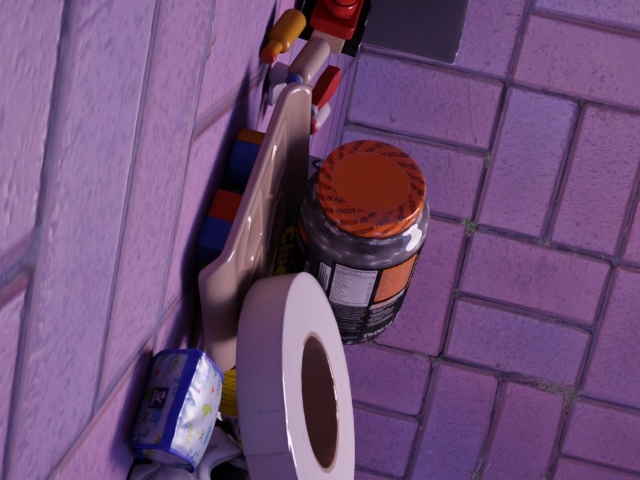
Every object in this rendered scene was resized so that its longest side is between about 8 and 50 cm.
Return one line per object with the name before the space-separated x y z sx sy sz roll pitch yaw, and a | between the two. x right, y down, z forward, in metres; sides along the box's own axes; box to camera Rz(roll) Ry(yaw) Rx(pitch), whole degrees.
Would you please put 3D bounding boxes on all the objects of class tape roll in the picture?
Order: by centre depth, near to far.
tape roll | -0.030 0.240 1.683 0.392 0.072 0.392 -8 90 -76

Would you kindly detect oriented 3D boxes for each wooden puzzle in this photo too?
wooden puzzle | -0.110 -0.020 1.687 0.322 0.080 0.348 93 17 -59

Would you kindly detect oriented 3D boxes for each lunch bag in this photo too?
lunch bag | -0.173 0.207 1.405 0.151 0.096 0.129 119 -13 -71

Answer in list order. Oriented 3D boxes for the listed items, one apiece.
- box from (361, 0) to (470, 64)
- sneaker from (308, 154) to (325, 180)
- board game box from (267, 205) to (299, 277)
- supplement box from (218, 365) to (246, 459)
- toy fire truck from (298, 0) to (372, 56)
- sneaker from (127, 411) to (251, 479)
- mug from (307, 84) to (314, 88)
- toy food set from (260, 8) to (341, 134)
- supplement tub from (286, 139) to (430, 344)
box | 0.143 -0.469 2.266 0.294 0.296 0.183 -58 161 -76
sneaker | -0.032 -0.094 2.184 0.086 0.132 0.229 99 5 -46
board game box | -0.097 0.027 1.937 0.136 0.030 0.260 -19 128 -48
supplement box | -0.111 0.313 1.963 0.356 0.195 0.194 -73 175 -52
toy fire truck | 0.035 -0.476 1.968 0.246 0.158 0.217 116 -8 -54
sneaker | -0.161 0.304 1.588 0.330 0.146 0.122 -71 172 -70
mug | -0.030 -0.250 2.197 0.078 0.064 0.062 99 6 -47
toy food set | -0.040 -0.234 1.793 0.232 0.111 0.104 100 17 -51
supplement tub | 0.058 0.005 1.842 0.338 0.207 0.207 103 2 -55
